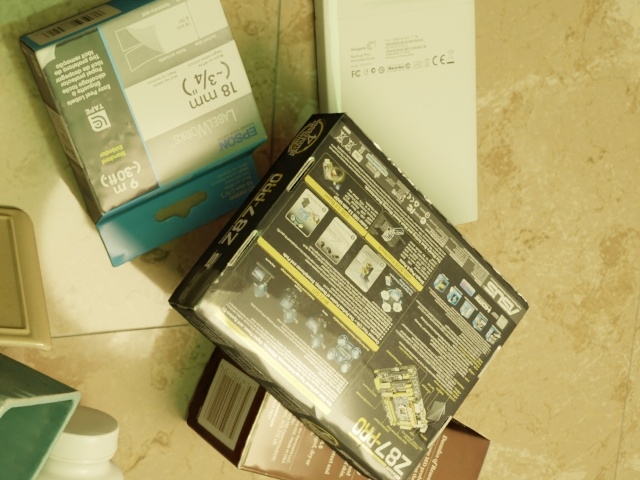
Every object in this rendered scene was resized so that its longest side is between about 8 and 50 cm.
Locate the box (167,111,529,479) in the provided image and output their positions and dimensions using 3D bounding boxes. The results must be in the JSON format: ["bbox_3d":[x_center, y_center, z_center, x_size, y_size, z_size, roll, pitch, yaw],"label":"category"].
[{"bbox_3d":[0.048,0.081,1.751,0.395,0.097,0.318,43,72,-25],"label":"box"}]

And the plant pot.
[{"bbox_3d":[-0.483,0.229,1.619,0.252,0.248,0.247,30,92,11],"label":"plant pot"}]

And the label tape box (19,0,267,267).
[{"bbox_3d":[-0.202,-0.143,1.733,0.240,0.106,0.334,-27,116,-16],"label":"label tape box"}]

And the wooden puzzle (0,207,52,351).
[{"bbox_3d":[-0.445,0.040,1.624,0.238,0.221,0.044,10,133,-30],"label":"wooden puzzle"}]

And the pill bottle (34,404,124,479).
[{"bbox_3d":[-0.342,0.362,1.796,0.152,0.152,0.272,6,104,-27],"label":"pill bottle"}]

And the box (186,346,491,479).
[{"bbox_3d":[0.029,0.271,1.924,0.381,0.191,0.143,22,91,-30],"label":"box"}]

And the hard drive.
[{"bbox_3d":[0.111,-0.180,1.909,0.233,0.047,0.353,-11,110,-23],"label":"hard drive"}]
